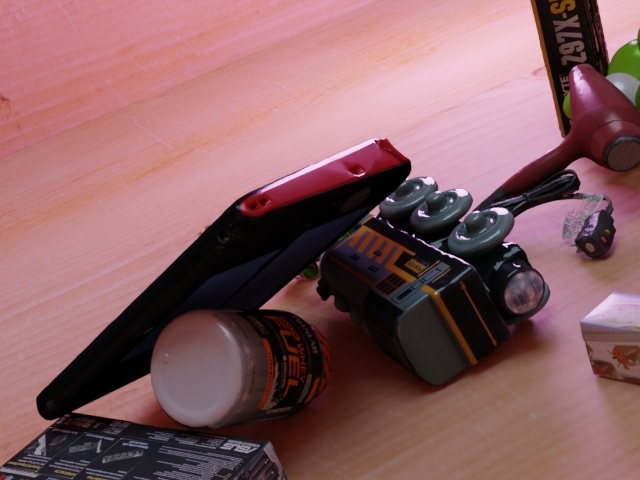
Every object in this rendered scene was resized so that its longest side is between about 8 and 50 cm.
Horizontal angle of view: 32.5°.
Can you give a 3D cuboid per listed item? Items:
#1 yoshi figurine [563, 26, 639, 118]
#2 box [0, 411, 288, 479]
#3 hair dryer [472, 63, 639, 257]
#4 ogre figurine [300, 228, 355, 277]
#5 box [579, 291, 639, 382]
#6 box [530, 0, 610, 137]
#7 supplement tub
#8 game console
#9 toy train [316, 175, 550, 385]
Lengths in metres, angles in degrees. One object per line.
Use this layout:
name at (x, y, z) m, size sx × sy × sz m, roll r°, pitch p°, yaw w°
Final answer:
yoshi figurine at (0.472, -0.195, 1.425) m, size 0.203 × 0.204 × 0.362 m, roll -12°, pitch 15°, yaw -26°
box at (-0.214, 0.272, 1.029) m, size 0.307 × 0.077 × 0.242 m, roll -1°, pitch 29°, yaw 39°
hair dryer at (0.298, -0.111, 1.369) m, size 0.223 × 0.080 × 0.294 m, roll 5°, pitch 56°, yaw 43°
ogre figurine at (0.000, 0.000, 1.460) m, size 0.118 × 0.097 × 0.197 m, roll 2°, pitch 32°, yaw 35°
box at (0.379, 0.101, 0.947) m, size 0.067 × 0.063 × 0.324 m, roll -35°, pitch 26°, yaw -33°
box at (0.376, -0.352, 1.669) m, size 0.079 × 0.322 × 0.257 m, roll -10°, pitch 24°, yaw 19°
supplement tub at (-0.073, 0.127, 1.115) m, size 0.117 × 0.117 × 0.190 m, roll -6°, pitch -6°, yaw 30°
game console at (-0.094, 0.041, 1.179) m, size 0.386 × 0.060 × 0.342 m, roll -42°, pitch -6°, yaw 33°
toy train at (0.113, 0.038, 1.239) m, size 0.190 × 0.142 × 0.334 m, roll -34°, pitch 24°, yaw -11°
